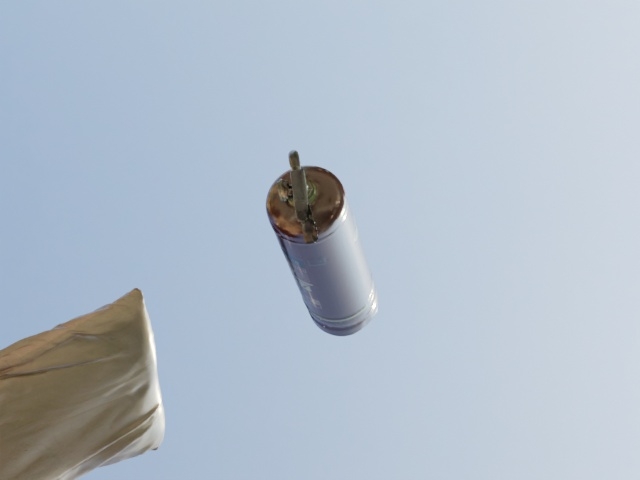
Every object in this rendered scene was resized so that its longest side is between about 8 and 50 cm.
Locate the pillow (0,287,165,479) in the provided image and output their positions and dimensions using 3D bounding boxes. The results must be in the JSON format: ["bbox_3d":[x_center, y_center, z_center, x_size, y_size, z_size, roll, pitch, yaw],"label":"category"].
[{"bbox_3d":[-0.250,0.164,1.336,0.270,0.173,0.067,-24,-146,-15],"label":"pillow"}]

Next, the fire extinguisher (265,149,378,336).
[{"bbox_3d":[0.000,0.000,0.844,0.043,0.158,0.064,-14,-119,3],"label":"fire extinguisher"}]
